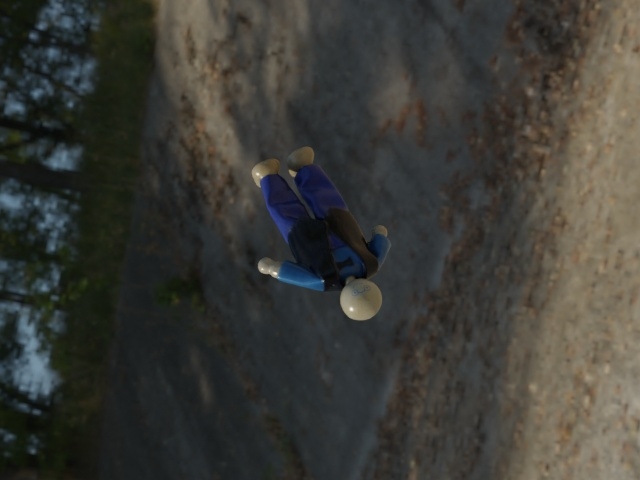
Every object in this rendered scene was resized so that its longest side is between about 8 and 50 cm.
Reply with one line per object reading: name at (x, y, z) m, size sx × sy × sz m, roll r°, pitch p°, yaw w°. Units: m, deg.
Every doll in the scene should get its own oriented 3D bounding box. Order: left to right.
doll at (0.000, 0.000, 1.015) m, size 0.189 × 0.129 × 0.046 m, roll 58°, pitch 158°, yaw 31°
